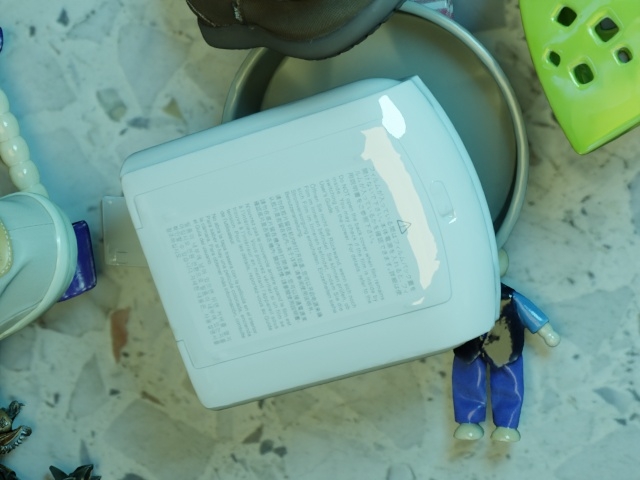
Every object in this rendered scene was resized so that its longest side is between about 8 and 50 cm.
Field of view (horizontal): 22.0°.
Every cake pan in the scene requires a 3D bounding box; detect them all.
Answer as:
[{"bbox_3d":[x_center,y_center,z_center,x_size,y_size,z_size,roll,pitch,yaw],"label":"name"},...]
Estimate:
[{"bbox_3d":[0.052,-0.083,1.528,0.293,0.054,0.293,4,105,16],"label":"cake pan"}]

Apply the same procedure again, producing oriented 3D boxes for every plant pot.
[{"bbox_3d":[0.273,-0.220,1.384,0.228,0.227,0.207,-33,87,20],"label":"plant pot"}]

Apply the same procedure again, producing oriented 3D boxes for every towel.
[{"bbox_3d":[0.074,-0.123,1.556,0.144,0.029,0.197,-10,101,19],"label":"towel"}]

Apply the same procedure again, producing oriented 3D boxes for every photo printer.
[{"bbox_3d":[0.000,0.000,1.479,0.307,0.107,0.256,-17,99,20],"label":"photo printer"}]

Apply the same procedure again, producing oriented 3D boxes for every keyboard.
[{"bbox_3d":[-0.095,-0.004,1.636,0.256,0.014,0.072,3,99,13],"label":"keyboard"}]

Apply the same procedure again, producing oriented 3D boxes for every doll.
[{"bbox_3d":[0.165,0.095,1.576,0.129,0.046,0.189,1,98,23],"label":"doll"}]

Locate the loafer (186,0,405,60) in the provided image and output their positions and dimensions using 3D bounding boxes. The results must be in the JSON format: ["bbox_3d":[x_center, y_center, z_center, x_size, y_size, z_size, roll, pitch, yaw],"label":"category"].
[{"bbox_3d":[-0.032,-0.236,1.391,0.134,0.366,0.130,-48,115,-23],"label":"loafer"}]

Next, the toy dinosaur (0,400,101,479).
[{"bbox_3d":[-0.366,0.254,1.720,0.218,0.164,0.322,20,127,23],"label":"toy dinosaur"}]

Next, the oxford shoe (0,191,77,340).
[{"bbox_3d":[-0.421,0.095,1.610,0.449,0.130,0.169,-37,68,29],"label":"oxford shoe"}]

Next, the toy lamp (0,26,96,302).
[{"bbox_3d":[-0.294,-0.072,1.634,0.080,0.080,0.275,-18,97,17],"label":"toy lamp"}]
